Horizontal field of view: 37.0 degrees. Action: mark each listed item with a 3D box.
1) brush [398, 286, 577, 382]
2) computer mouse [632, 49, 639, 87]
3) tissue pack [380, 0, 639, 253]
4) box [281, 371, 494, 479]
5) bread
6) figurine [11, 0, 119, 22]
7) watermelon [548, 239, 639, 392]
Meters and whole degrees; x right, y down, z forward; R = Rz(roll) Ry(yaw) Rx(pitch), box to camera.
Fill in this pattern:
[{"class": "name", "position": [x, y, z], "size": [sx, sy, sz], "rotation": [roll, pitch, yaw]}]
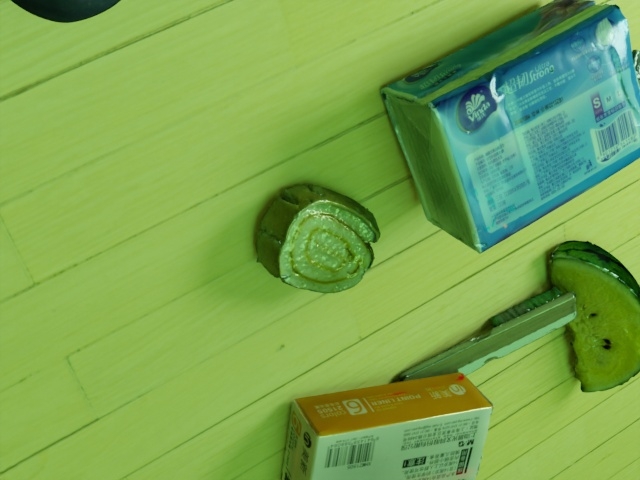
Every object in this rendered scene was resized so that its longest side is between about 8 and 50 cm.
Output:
[{"class": "brush", "position": [0.237, 0.143, 1.361], "size": [0.282, 0.048, 0.054], "rotation": [-26, 124, -10]}, {"class": "computer mouse", "position": [0.377, -0.195, 1.263], "size": [0.079, 0.047, 0.135], "rotation": [13, 109, -23]}, {"class": "tissue pack", "position": [0.234, -0.141, 1.126], "size": [0.263, 0.146, 0.198], "rotation": [-29, 117, -13]}, {"class": "box", "position": [0.086, 0.305, 1.302], "size": [0.274, 0.091, 0.221], "rotation": [-2, 118, -25]}, {"class": "bread", "position": [0.000, 0.000, 1.118], "size": [0.156, 0.064, 0.117], "rotation": [23, 105, -40]}, {"class": "figurine", "position": [-0.181, -0.268, 0.809], "size": [0.222, 0.145, 0.145], "rotation": [-33, 128, -21]}, {"class": "watermelon", "position": [0.421, 0.110, 1.433], "size": [0.129, 0.123, 0.301], "rotation": [-22, 125, 5]}]
